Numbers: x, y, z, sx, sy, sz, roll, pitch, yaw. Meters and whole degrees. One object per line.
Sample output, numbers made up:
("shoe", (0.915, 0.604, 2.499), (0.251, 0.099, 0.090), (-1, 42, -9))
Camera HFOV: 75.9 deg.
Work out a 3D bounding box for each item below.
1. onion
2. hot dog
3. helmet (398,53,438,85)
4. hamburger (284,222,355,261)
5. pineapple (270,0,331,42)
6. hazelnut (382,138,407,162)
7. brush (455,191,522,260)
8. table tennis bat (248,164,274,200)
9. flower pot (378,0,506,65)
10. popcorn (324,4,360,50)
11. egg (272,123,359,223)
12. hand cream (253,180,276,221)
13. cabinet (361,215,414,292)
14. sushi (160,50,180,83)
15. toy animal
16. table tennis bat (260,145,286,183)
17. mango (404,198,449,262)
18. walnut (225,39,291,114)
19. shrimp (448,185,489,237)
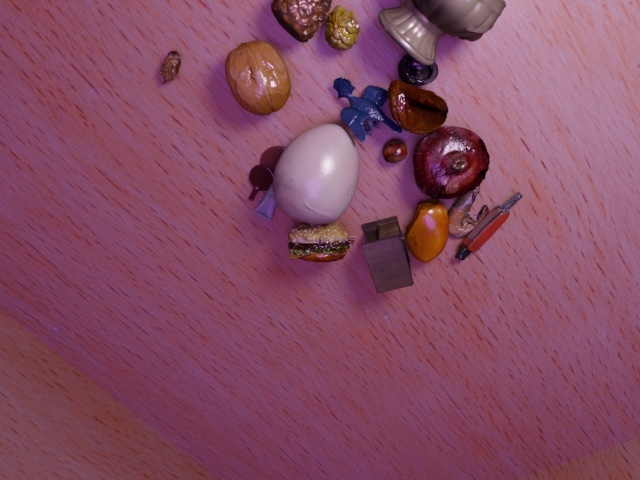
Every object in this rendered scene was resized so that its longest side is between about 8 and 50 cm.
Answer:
("onion", (0.423, -0.248, 1.340), (0.252, 0.219, 0.251), (0, 108, 1))
("hot dog", (0.295, -0.419, 1.282), (0.227, 0.160, 0.099), (13, 152, -32))
("helmet", (0.298, -0.532, 1.290), (0.123, 0.070, 0.098), (15, 88, -16))
("hamburger", (0.000, 0.000, 1.506), (0.262, 0.243, 0.138), (0, 97, 1))
("pineapple", (0.008, -0.754, 1.183), (0.169, 0.169, 0.340), (39, 102, -13))
("hazelnut", (0.256, -0.307, 1.411), (0.086, 0.086, 0.086), (3, 117, 5))
("brush", (0.610, -0.051, 1.501), (0.070, 0.051, 0.323), (17, 123, -37))
("table tennis bat", (-0.231, -0.212, 1.536), (0.098, 0.019, 0.154), (32, 119, -2))
("flower pot", (0.320, -0.647, 1.129), (0.307, 0.307, 0.244), (39, 130, -13))
("popcorn", (0.070, -0.637, 1.246), (0.106, 0.120, 0.116), (10, 131, -37))
("egg", (-0.010, -0.219, 1.370), (0.283, 0.283, 0.344), (21, 100, -4))
("hand cream", (-0.187, -0.153, 1.543), (0.078, 0.049, 0.205), (27, 132, -9))
("cabinet", (0.253, 0.048, 1.532), (0.148, 0.174, 0.215), (-15, 113, 14))
("sushi", (-0.500, -0.577, 1.367), (0.062, 0.060, 0.117), (15, 118, -7))
("toy animal", (0.147, -0.417, 1.318), (0.256, 0.239, 0.176), (26, 156, 29))
("table tennis bat", (-0.134, -0.230, 1.524), (0.138, 0.022, 0.246), (-13, 113, 17))
("mango", (0.389, -0.027, 1.507), (0.154, 0.126, 0.252), (9, 119, 15))
("walnut", (-0.198, -0.511, 1.302), (0.193, 0.193, 0.225), (-27, 107, 18))
("shrimp", (0.548, -0.119, 1.490), (0.144, 0.052, 0.250), (12, 124, -12))
